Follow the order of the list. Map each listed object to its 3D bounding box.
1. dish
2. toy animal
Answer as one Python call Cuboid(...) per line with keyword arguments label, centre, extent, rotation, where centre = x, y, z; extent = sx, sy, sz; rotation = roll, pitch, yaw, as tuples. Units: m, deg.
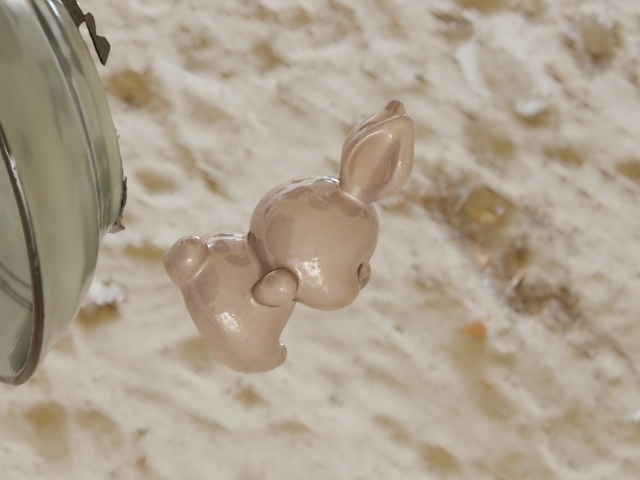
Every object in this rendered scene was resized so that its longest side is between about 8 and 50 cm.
Cuboid(label="dish", centre=(-0.199, -0.073, 1.122), extent=(0.106, 0.316, 0.316), rotation=(-20, 58, -25))
Cuboid(label="toy animal", centre=(0.001, 0.001, 1.264), extent=(0.124, 0.212, 0.124), rotation=(49, 19, -23))
